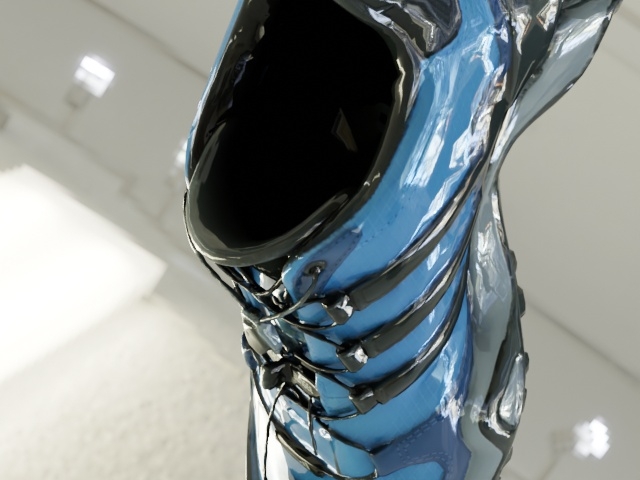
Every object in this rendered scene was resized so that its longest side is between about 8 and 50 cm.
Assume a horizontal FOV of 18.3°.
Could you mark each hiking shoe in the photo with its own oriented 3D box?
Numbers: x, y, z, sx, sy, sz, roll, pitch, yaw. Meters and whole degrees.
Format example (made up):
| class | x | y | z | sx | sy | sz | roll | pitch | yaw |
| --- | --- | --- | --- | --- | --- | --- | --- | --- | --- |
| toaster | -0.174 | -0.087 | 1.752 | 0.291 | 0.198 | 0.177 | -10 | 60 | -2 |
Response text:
| class | x | y | z | sx | sy | sz | roll | pitch | yaw |
| --- | --- | --- | --- | --- | --- | --- | --- | --- | --- |
| hiking shoe | 0.000 | 0.000 | 0.640 | 0.132 | 0.304 | 0.113 | -18 | -142 | -42 |
